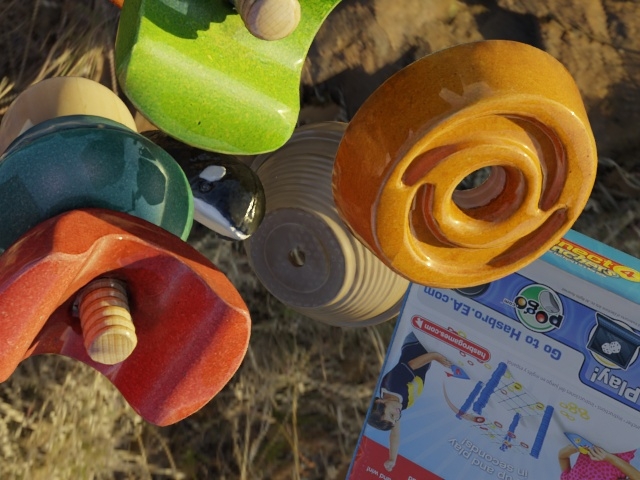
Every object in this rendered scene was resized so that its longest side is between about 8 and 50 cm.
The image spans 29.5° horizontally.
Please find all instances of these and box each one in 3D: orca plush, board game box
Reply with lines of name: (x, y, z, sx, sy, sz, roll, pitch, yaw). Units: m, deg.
orca plush: (-0.123, -0.079, 1.231, 0.151, 0.287, 0.102, 38, 82, -20)
board game box: (0.185, 0.163, 0.880, 0.308, 0.086, 0.302, 27, 115, 22)

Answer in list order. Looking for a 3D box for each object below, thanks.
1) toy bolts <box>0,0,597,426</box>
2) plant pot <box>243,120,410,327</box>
toy bolts: (-0.035, -0.052, 0.478, 0.218, 0.158, 0.228, 26, 116, -36)
plant pot: (0.000, 0.000, 1.310, 0.237, 0.110, 0.237, 13, 119, 25)
